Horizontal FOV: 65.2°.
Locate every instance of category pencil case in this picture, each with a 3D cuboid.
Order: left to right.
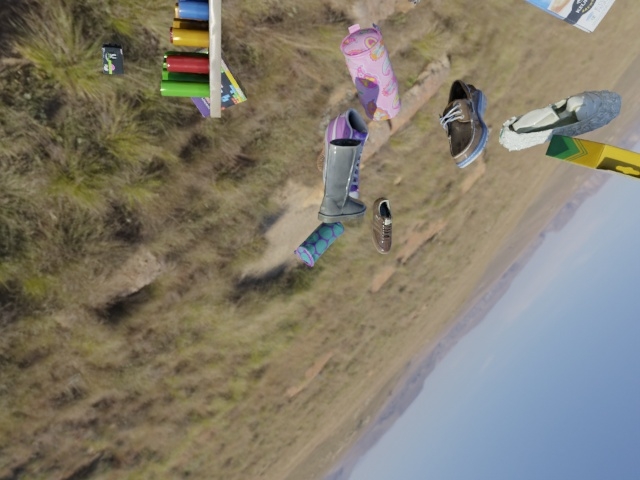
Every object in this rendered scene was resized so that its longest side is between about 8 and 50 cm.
[{"bbox_3d":[0.000,0.000,1.360,0.152,0.064,0.070,-46,162,-30],"label":"pencil case"},{"bbox_3d":[0.149,-0.473,1.432,0.124,0.124,0.284,-47,144,-7],"label":"pencil case"}]

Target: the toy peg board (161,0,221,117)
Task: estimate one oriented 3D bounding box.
[{"bbox_3d":[-0.177,-0.277,0.682,0.079,0.161,0.161,-2,131,-13],"label":"toy peg board"}]

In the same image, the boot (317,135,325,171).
[{"bbox_3d":[0.034,-0.306,1.687,0.085,0.059,0.158,-68,177,-52],"label":"boot"}]

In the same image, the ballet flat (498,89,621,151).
[{"bbox_3d":[0.818,-0.419,1.710,0.408,0.147,0.147,-19,170,18],"label":"ballet flat"}]

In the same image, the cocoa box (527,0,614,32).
[{"bbox_3d":[0.481,-0.652,1.081,0.228,0.347,0.231,7,129,-30],"label":"cocoa box"}]

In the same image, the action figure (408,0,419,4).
[{"bbox_3d":[0.231,-0.707,1.296,0.285,0.099,0.185,0,144,-7],"label":"action figure"}]

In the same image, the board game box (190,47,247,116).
[{"bbox_3d":[-0.303,-0.440,1.376,0.141,0.048,0.170,-19,136,13],"label":"board game box"}]

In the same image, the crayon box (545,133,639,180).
[{"bbox_3d":[0.887,-0.255,1.565,0.318,0.202,0.081,-115,-141,-70],"label":"crayon box"}]

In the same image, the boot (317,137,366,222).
[{"bbox_3d":[0.070,-0.157,1.282,0.189,0.076,0.209,-19,122,-51],"label":"boot"}]

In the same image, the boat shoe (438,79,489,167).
[{"bbox_3d":[0.224,-0.191,0.806,0.066,0.066,0.183,-39,-154,42],"label":"boat shoe"}]

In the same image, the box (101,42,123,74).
[{"bbox_3d":[-0.662,-0.580,1.596,0.062,0.052,0.083,-4,127,-20],"label":"box"}]

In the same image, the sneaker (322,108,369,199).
[{"bbox_3d":[0.078,-0.233,1.414,0.102,0.282,0.161,-4,172,-25],"label":"sneaker"}]

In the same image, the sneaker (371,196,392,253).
[{"bbox_3d":[0.207,-0.050,1.660,0.066,0.188,0.071,-6,176,-13],"label":"sneaker"}]
